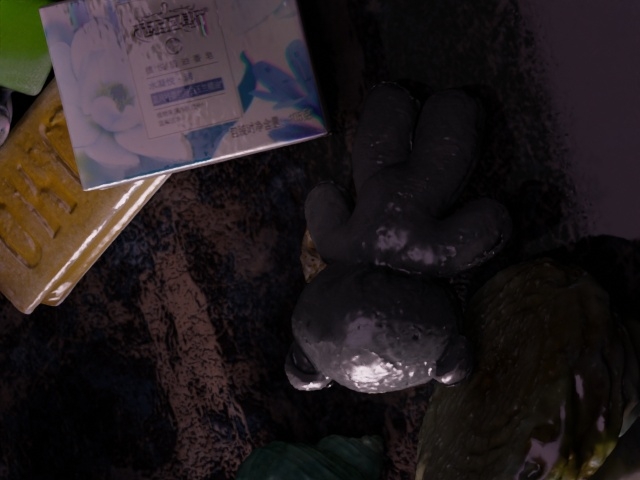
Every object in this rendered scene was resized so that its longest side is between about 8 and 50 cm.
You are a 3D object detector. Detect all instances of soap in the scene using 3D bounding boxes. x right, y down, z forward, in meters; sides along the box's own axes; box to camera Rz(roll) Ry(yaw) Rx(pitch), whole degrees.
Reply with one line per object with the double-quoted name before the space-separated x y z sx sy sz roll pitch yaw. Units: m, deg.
"soap" -0.308 -0.064 1.912 0.173 0.089 0.274 47 116 10

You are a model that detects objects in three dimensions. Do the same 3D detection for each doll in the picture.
"doll" 0.092 0.005 1.699 0.246 0.158 0.340 2 68 27

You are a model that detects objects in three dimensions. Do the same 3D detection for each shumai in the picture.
"shumai" 0.269 0.197 1.645 0.263 0.304 0.309 26 114 -16

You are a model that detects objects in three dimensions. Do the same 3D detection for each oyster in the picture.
"oyster" 0.000 0.000 1.811 0.083 0.038 0.080 -60 43 50

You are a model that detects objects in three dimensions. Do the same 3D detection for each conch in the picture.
"conch" -0.008 0.297 1.806 0.202 0.134 0.196 -34 124 21

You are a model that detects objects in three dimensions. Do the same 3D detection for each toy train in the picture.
"toy train" -0.447 -0.243 1.875 0.307 0.173 0.249 35 105 34

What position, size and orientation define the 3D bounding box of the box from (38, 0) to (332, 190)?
"box" -0.142 -0.181 1.743 0.274 0.116 0.203 -13 93 4
